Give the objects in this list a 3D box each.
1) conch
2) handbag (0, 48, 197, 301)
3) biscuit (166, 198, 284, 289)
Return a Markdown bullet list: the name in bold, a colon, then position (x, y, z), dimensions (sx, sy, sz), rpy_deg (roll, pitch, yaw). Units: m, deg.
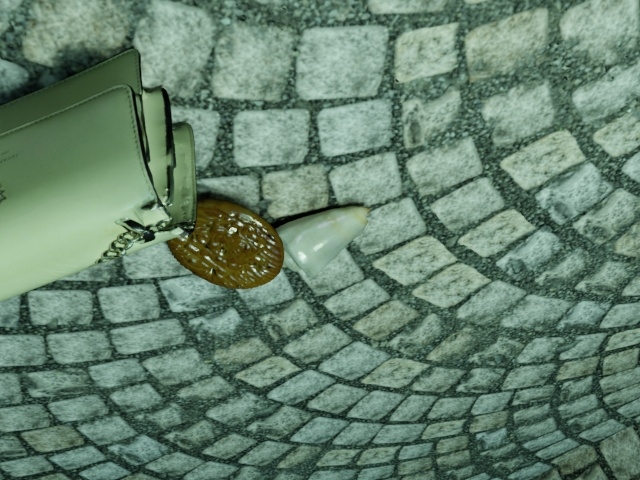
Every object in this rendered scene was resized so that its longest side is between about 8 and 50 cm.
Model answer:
- **conch**: position (-0.005, -0.005, 1.111), dimensions (0.176, 0.094, 0.104), rpy_deg (-39, 126, -11)
- **handbag**: position (-0.337, -0.053, 0.820), dimensions (0.359, 0.236, 0.160), rpy_deg (-20, 142, 8)
- **biscuit**: position (-0.146, 0.012, 1.062), dimensions (0.188, 0.027, 0.188), rpy_deg (8, 136, 8)
